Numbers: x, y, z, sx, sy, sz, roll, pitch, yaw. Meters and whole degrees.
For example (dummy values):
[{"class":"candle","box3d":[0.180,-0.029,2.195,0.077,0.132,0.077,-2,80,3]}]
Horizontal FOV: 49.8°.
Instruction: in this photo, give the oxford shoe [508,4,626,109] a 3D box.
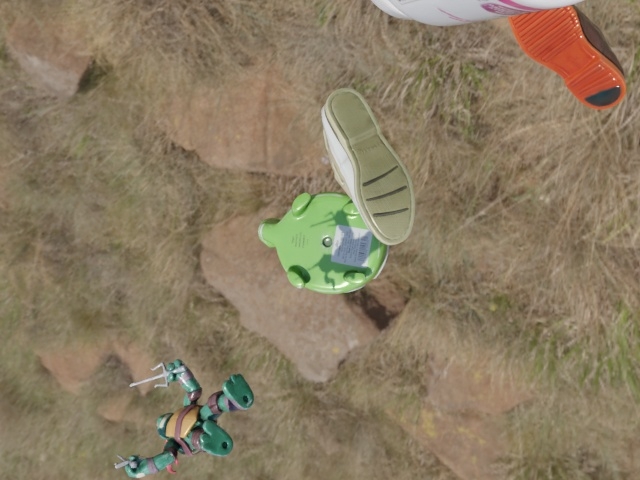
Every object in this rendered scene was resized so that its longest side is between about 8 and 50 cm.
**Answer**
[{"class":"oxford shoe","box3d":[0.393,-0.333,1.116,0.271,0.098,0.097,43,135,-20]}]

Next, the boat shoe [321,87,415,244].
[{"class":"boat shoe","box3d":[0.087,-0.130,1.285,0.103,0.113,0.302,132,120,-73]}]

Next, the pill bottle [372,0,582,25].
[{"class":"pill bottle","box3d":[0.137,-0.279,0.619,0.160,0.160,0.283,50,177,-20]}]

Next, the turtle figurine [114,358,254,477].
[{"class":"turtle figurine","box3d":[-0.203,0.266,1.020,0.234,0.175,0.118,-19,144,42]}]

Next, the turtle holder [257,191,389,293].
[{"class":"turtle holder","box3d":[0.011,0.016,1.655,0.320,0.227,0.243,-21,83,16]}]
